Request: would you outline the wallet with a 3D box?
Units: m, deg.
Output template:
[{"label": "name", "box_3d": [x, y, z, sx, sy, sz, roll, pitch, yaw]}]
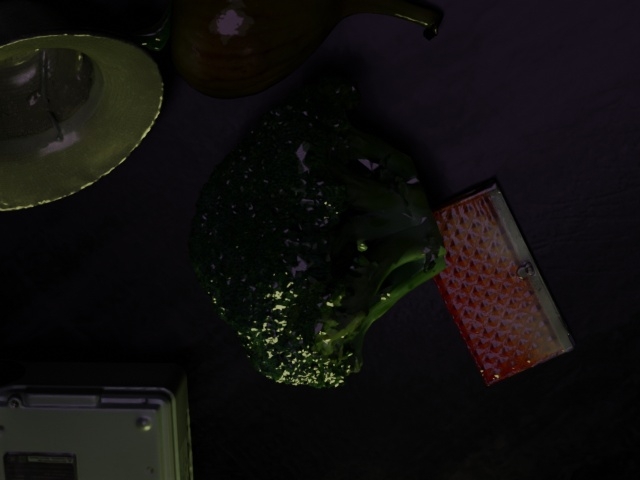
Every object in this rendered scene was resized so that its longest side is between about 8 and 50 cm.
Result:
[{"label": "wallet", "box_3d": [0.173, 0.045, 1.490, 0.103, 0.020, 0.196, -24, 103, 13]}]

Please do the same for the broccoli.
[{"label": "broccoli", "box_3d": [0.000, 0.000, 1.391, 0.245, 0.265, 0.294, -17, 115, -14]}]

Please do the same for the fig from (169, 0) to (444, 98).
[{"label": "fig", "box_3d": [-0.012, -0.209, 1.369, 0.259, 0.151, 0.151, -1, 108, 3]}]

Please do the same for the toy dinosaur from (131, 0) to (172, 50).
[{"label": "toy dinosaur", "box_3d": [-0.046, -0.391, 1.352, 0.447, 0.087, 0.301, -28, 119, 6]}]

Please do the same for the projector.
[{"label": "projector", "box_3d": [-0.270, 0.227, 1.557, 0.257, 0.099, 0.192, 1, 107, 6]}]

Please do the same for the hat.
[{"label": "hat", "box_3d": [-0.289, -0.155, 1.405, 0.257, 0.257, 0.130, -34, 60, 15]}]
